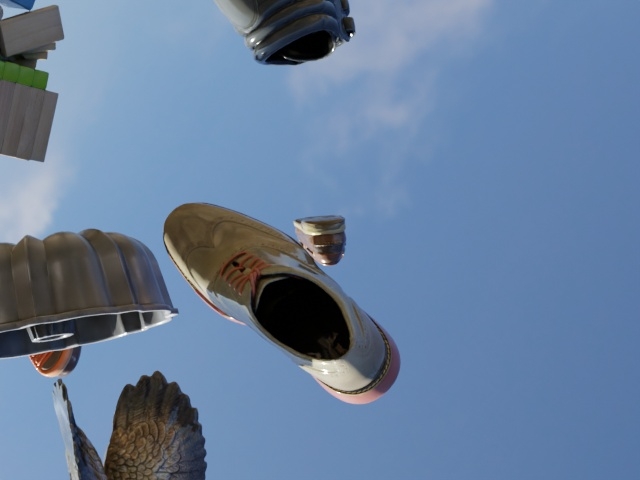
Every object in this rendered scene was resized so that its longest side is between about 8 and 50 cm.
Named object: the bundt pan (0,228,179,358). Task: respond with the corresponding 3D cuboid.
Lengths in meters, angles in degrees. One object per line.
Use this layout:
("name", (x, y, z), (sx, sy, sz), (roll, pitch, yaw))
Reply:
("bundt pan", (-0.359, 0.069, 1.594), (0.331, 0.124, 0.331), (-12, 170, -2))

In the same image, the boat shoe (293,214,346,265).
("boat shoe", (0.000, 0.000, 1.531), (0.064, 0.060, 0.178), (-5, -176, -3))

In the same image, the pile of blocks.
("pile of blocks", (-0.384, -0.262, 1.356), (0.112, 0.362, 0.149), (14, -153, 38))

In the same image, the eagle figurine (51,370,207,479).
("eagle figurine", (-0.247, 0.307, 1.339), (0.298, 0.225, 0.226), (-61, -160, 8))

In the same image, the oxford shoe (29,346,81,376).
("oxford shoe", (-0.432, 0.129, 2.151), (0.130, 0.132, 0.364), (-45, -152, 18))

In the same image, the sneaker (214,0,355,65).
("sneaker", (-0.002, -0.255, 1.195), (0.104, 0.147, 0.296), (-25, -176, 43))

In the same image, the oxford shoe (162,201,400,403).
("oxford shoe", (-0.060, 0.042, 1.359), (0.348, 0.130, 0.123), (33, -98, 28))
